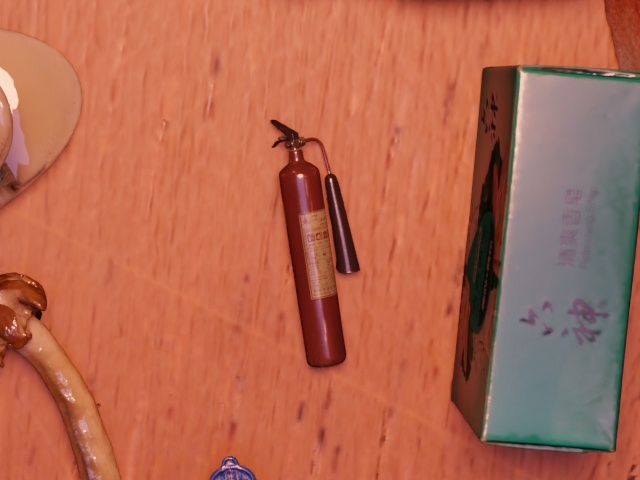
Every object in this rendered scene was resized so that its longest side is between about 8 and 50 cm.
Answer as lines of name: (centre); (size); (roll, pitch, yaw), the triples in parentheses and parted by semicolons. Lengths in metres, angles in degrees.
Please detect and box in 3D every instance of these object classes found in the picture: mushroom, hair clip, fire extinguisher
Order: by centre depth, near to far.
hair clip: (-0.301, -0.059, 1.223); (0.282, 0.113, 0.172); (-21, 96, 5)
mushroom: (-0.184, 0.108, 1.266); (0.060, 0.061, 0.187); (-29, 101, -5)
fire extinguisher: (0.000, 0.000, 1.274); (0.049, 0.035, 0.173); (-9, 99, 2)

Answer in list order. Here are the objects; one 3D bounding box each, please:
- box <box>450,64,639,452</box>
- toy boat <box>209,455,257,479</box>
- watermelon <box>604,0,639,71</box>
box: (0.150, 0.006, 1.222); (0.092, 0.153, 0.245); (4, 94, -3)
toy boat: (-0.051, 0.235, 1.257); (0.091, 0.110, 0.175); (-6, 94, -3)
watermelon: (0.264, -0.205, 1.197); (0.201, 0.262, 0.213); (-5, 101, 26)
